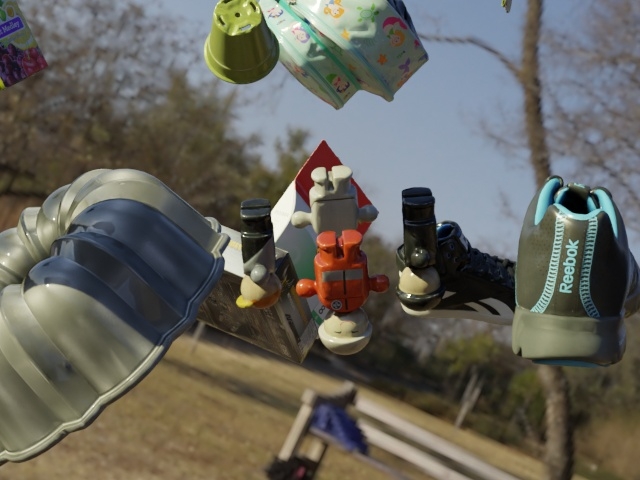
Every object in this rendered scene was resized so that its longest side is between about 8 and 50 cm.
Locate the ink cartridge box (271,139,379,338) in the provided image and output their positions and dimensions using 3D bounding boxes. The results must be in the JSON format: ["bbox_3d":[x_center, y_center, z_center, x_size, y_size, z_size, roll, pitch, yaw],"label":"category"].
[{"bbox_3d":[0.000,0.000,1.840,0.056,0.224,0.181,20,-23,44],"label":"ink cartridge box"}]

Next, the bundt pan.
[{"bbox_3d":[-0.251,0.052,1.235,0.124,0.331,0.331,51,-16,-22],"label":"bundt pan"}]

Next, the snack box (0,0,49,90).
[{"bbox_3d":[-0.338,-0.193,1.016,0.174,0.207,0.070,-18,15,29],"label":"snack box"}]

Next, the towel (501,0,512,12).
[{"bbox_3d":[0.301,-0.409,2.081,0.009,0.083,0.060,6,4,16],"label":"towel"}]

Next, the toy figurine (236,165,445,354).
[{"bbox_3d":[0.022,0.021,1.508,0.210,0.148,0.213,17,33,37],"label":"toy figurine"}]

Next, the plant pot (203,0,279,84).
[{"bbox_3d":[-0.086,-0.222,1.387,0.083,0.083,0.079,24,-20,9],"label":"plant pot"}]

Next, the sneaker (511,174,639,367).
[{"bbox_3d":[0.244,0.006,1.197,0.125,0.139,0.341,5,14,8],"label":"sneaker"}]

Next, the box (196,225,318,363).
[{"bbox_3d":[-0.109,0.060,1.685,0.183,0.056,0.231,22,-24,22],"label":"box"}]

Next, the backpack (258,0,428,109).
[{"bbox_3d":[0.030,-0.309,1.910,0.253,0.191,0.225,36,-6,47],"label":"backpack"}]

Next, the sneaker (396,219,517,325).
[{"bbox_3d":[0.195,0.034,1.562,0.217,0.079,0.121,-2,-53,14],"label":"sneaker"}]
